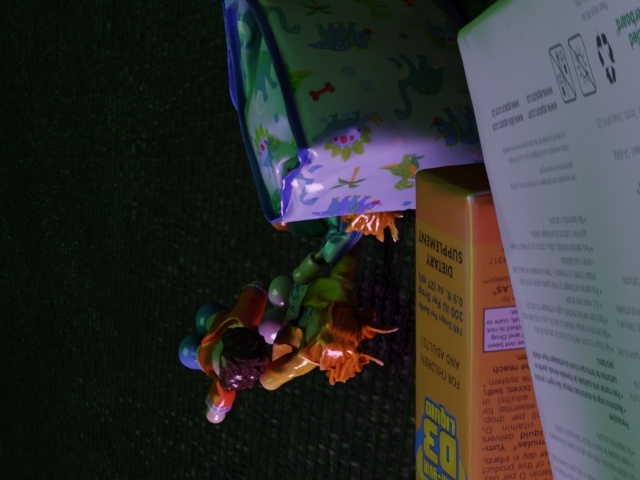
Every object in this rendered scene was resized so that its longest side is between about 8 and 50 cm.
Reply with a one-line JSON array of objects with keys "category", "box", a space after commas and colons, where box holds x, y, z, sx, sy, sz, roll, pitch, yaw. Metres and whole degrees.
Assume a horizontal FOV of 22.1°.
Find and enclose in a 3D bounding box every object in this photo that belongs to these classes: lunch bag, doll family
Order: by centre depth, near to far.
[{"category": "lunch bag", "box": [0.019, -0.092, 0.925, 0.096, 0.128, 0.151, 118, 141, -56]}, {"category": "doll family", "box": [0.000, 0.000, 1.069, 0.163, 0.118, 0.263, -169, 92, -76]}]

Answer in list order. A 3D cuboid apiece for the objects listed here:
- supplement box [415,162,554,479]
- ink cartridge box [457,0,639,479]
[{"category": "supplement box", "box": [0.095, 0.080, 0.835, 0.078, 0.080, 0.233, -149, 54, -69]}, {"category": "ink cartridge box", "box": [0.136, 0.056, 0.581, 0.324, 0.071, 0.330, -174, 71, -85]}]
